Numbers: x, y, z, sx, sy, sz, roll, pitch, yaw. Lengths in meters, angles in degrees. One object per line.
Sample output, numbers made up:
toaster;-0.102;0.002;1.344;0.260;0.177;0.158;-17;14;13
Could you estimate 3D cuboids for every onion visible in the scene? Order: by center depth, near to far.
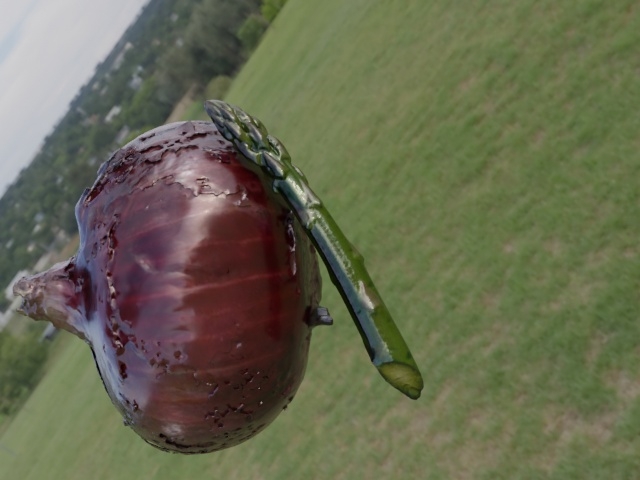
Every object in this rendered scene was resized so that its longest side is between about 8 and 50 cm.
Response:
onion;-0.109;0.030;0.721;0.252;0.219;0.252;-178;90;-80

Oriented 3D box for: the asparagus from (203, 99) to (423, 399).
asparagus;0.000;0.000;0.630;0.034;0.236;0.027;-35;-6;18
